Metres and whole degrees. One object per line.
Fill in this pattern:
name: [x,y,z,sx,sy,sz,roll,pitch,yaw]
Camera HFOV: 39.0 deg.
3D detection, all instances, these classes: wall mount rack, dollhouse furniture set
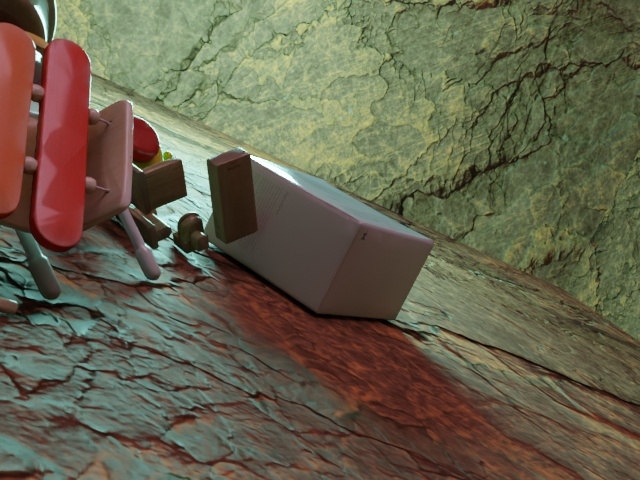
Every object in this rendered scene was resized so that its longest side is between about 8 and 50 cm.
wall mount rack: [-0.308,-0.071,0.880,0.304,0.130,0.350,25,9,12]
dollhouse furniture set: [-0.181,-0.068,1.139,0.151,0.144,0.123,-25,39,-30]

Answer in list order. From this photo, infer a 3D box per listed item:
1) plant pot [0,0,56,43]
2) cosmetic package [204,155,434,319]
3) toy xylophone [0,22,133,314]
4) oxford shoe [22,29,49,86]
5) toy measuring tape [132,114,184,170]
plant pot: [-0.494,-0.313,1.308,0.263,0.263,0.229,19,12,-37]
cosmetic package: [0.000,0.000,1.271,0.225,0.138,0.224,30,9,31]
toy xylophone: [-0.288,-0.075,0.672,0.323,0.081,0.236,14,55,-42]
oxford shoe: [-0.412,-0.203,1.087,0.132,0.130,0.364,47,19,17]
toy measuring tape: [-0.315,-0.123,1.170,0.330,0.121,0.121,10,18,-45]
